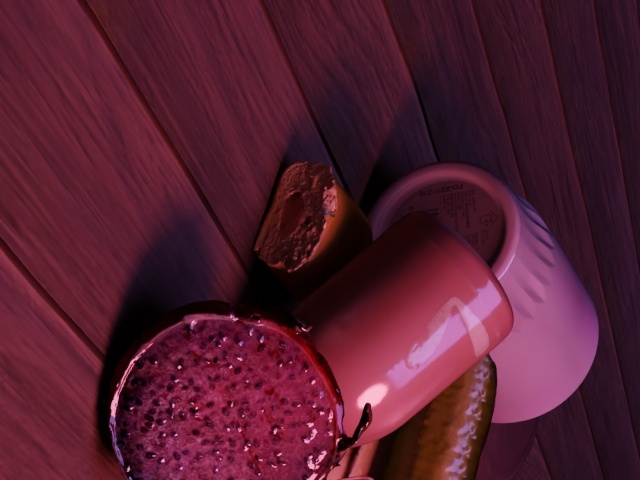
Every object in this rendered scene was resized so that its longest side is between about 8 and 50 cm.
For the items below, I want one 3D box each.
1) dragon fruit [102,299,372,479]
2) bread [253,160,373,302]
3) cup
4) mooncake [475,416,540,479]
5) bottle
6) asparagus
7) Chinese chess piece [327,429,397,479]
[{"bbox_3d":[-0.089,0.154,1.353,0.223,0.218,0.148,-37,-171,1],"label":"dragon fruit"},{"bbox_3d":[0.002,0.000,1.556,0.173,0.085,0.134,42,63,-61],"label":"bread"},{"bbox_3d":[0.207,0.070,1.827,0.371,0.253,0.253,50,56,-58],"label":"cup"},{"bbox_3d":[0.245,0.256,2.128,0.245,0.133,0.245,-39,135,-54],"label":"mooncake"},{"bbox_3d":[0.056,0.131,1.479,0.297,0.206,0.173,-38,168,-14],"label":"bottle"},{"bbox_3d":[0.114,0.297,1.571,0.128,0.108,0.382,53,53,-61],"label":"asparagus"},{"bbox_3d":[0.022,0.298,1.673,0.338,0.140,0.338,-43,139,-52],"label":"Chinese chess piece"}]
